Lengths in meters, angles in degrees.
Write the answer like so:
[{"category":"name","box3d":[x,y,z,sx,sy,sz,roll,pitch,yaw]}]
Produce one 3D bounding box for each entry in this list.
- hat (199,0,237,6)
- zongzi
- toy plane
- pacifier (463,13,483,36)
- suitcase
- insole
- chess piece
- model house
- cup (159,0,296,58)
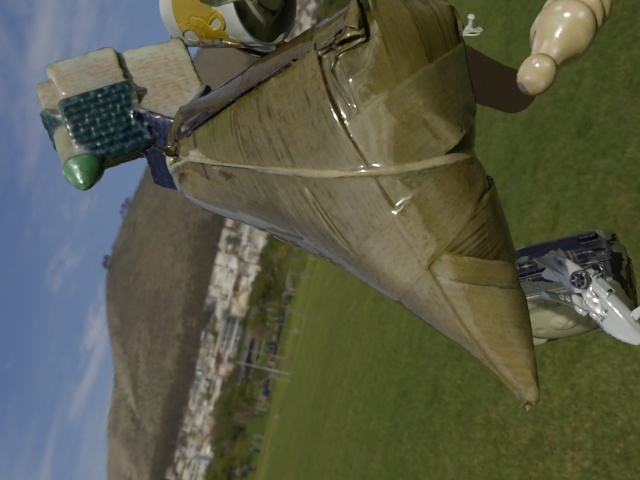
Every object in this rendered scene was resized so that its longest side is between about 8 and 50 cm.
[{"category":"hat","box3d":[-0.182,-0.532,1.129,0.257,0.168,0.301,93,165,-52]},{"category":"zongzi","box3d":[-0.015,0.002,0.914,0.500,0.218,0.466,-18,81,42]},{"category":"toy plane","box3d":[0.372,0.074,1.012,0.162,0.171,0.065,-14,-45,-45]},{"category":"pacifier","box3d":[0.441,-0.631,2.179,0.068,0.083,0.064,-122,28,-53]},{"category":"suitcase","box3d":[0.597,0.145,1.820,0.339,0.352,0.193,50,-147,-48]},{"category":"insole","box3d":[0.259,-0.285,1.307,0.111,0.328,0.007,-65,33,30]},{"category":"chess piece","box3d":[0.379,-0.342,1.092,0.307,0.124,0.139,-56,26,-18]},{"category":"model house","box3d":[-0.334,-0.193,1.358,0.243,0.299,0.284,83,161,-45]},{"category":"cup","box3d":[-0.166,-0.437,1.430,0.241,0.226,0.185,52,-127,-43]}]
